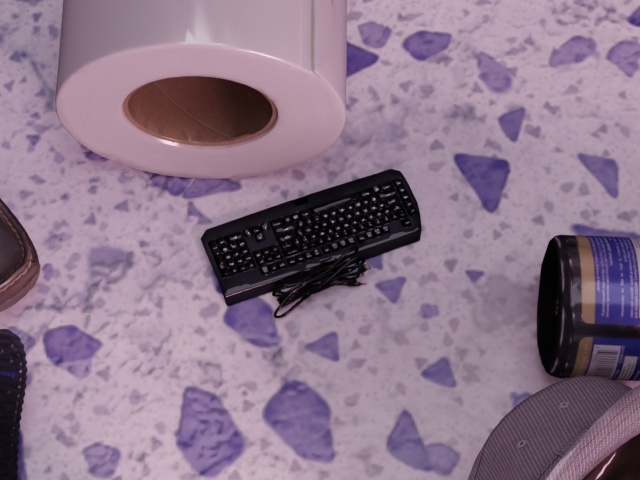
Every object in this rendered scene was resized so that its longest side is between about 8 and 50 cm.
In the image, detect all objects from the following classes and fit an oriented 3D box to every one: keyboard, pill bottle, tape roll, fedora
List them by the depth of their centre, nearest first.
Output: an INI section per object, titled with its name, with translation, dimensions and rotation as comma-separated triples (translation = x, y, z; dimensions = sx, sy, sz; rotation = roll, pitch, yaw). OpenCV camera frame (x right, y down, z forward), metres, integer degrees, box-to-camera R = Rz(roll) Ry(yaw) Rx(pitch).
[fedora]
translation = 0.195, 0.210, 1.560
dimensions = 0.275, 0.243, 0.124
rotation = -48, 47, -10
[pill bottle]
translation = 0.299, 0.059, 1.660
dimensions = 0.219, 0.123, 0.122
rotation = 3, 66, -3
[tape roll]
translation = -0.098, -0.178, 1.672
dimensions = 0.246, 0.246, 0.169
rotation = 2, 66, -3
[keyboard]
translation = 0.000, 0.000, 1.713
dimensions = 0.192, 0.038, 0.100
rotation = -20, 69, -11

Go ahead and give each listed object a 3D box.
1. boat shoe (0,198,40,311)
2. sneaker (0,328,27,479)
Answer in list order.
[boat shoe]
translation = -0.387, -0.069, 1.665
dimensions = 0.355, 0.130, 0.132
rotation = 37, 69, 12
[sneaker]
translation = -0.296, 0.172, 1.612
dimensions = 0.082, 0.069, 0.209
rotation = -4, 73, 33
